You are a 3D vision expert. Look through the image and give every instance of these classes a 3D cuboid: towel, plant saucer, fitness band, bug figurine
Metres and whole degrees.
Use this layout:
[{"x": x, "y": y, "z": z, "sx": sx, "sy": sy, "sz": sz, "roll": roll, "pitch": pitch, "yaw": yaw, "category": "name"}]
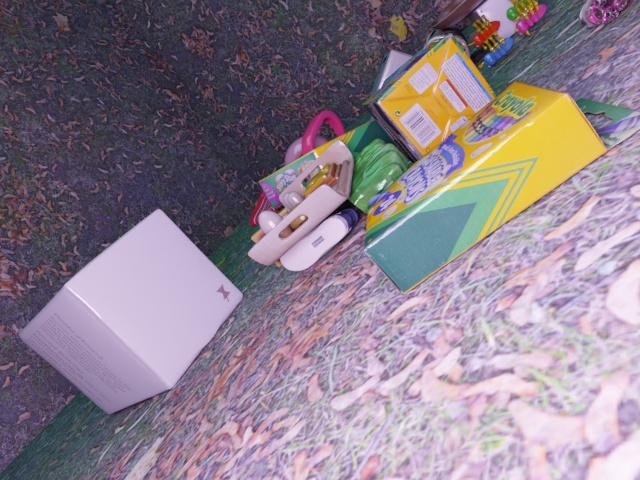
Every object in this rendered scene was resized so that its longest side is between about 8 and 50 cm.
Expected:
[{"x": -0.145, "y": -0.170, "z": 1.676, "sx": 0.274, "sy": 0.031, "sz": 0.199, "roll": -31, "pitch": 34, "yaw": 45, "category": "towel"}, {"x": 0.496, "y": -0.799, "z": 1.585, "sx": 0.310, "sy": 0.050, "sz": 0.311, "roll": -42, "pitch": 14, "yaw": 13, "category": "plant saucer"}, {"x": 0.030, "y": -0.324, "z": 1.692, "sx": 0.054, "sy": 0.209, "sz": 0.291, "roll": -17, "pitch": 38, "yaw": 36, "category": "fitness band"}, {"x": 0.519, "y": -0.594, "z": 1.360, "sx": 0.216, "sy": 0.072, "sz": 0.279, "roll": -40, "pitch": 23, "yaw": 31, "category": "bug figurine"}]

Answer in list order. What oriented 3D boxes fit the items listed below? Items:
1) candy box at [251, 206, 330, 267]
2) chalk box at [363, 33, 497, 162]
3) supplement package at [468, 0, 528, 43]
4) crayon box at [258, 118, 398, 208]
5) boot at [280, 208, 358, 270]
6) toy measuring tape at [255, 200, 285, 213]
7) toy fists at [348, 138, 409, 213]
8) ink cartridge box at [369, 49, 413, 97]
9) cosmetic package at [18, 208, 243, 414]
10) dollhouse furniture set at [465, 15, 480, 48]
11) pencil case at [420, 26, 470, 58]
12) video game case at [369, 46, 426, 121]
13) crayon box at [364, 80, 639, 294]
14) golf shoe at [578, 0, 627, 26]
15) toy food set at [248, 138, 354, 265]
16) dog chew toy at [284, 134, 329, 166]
[{"x": -0.074, "y": -0.031, "z": 1.257, "sx": 0.186, "sy": 0.109, "sz": 0.053, "roll": -40, "pitch": 11, "yaw": 16, "category": "candy box"}, {"x": 0.217, "y": -0.279, "z": 1.013, "sx": 0.179, "sy": 0.180, "sz": 0.289, "roll": -41, "pitch": 13, "yaw": 9, "category": "chalk box"}, {"x": 0.579, "y": -0.734, "z": 1.571, "sx": 0.139, "sy": 0.134, "sz": 0.244, "roll": -39, "pitch": 12, "yaw": 23, "category": "supplement package"}, {"x": 0.033, "y": -0.224, "z": 1.389, "sx": 0.313, "sy": 0.106, "sz": 0.363, "roll": -32, "pitch": 9, "yaw": -27, "category": "crayon box"}, {"x": 0.000, "y": 0.000, "z": 1.044, "sx": 0.190, "sy": 0.069, "sz": 0.086, "roll": -32, "pitch": 2, "yaw": 34, "category": "boot"}, {"x": -0.152, "y": -0.066, "z": 1.758, "sx": 0.121, "sy": 0.121, "sz": 0.330, "roll": -43, "pitch": 34, "yaw": -1, "category": "toy measuring tape"}, {"x": 0.121, "y": -0.144, "z": 1.065, "sx": 0.142, "sy": 0.096, "sz": 0.279, "roll": -53, "pitch": 11, "yaw": 11, "category": "toy fists"}, {"x": 0.292, "y": -0.635, "z": 1.974, "sx": 0.306, "sy": 0.131, "sz": 0.226, "roll": -81, "pitch": 10, "yaw": -74, "category": "ink cartridge box"}, {"x": -0.489, "y": 0.196, "z": 1.272, "sx": 0.393, "sy": 0.327, "sz": 0.329, "roll": -31, "pitch": 16, "yaw": 40, "category": "cosmetic package"}, {"x": 0.605, "y": -0.822, "z": 1.765, "sx": 0.123, "sy": 0.151, "sz": 0.144, "roll": -49, "pitch": 15, "yaw": -30, "category": "dollhouse furniture set"}, {"x": 0.424, "y": -0.642, "z": 1.692, "sx": 0.183, "sy": 0.160, "sz": 0.410, "roll": -32, "pitch": 15, "yaw": 27, "category": "pencil case"}, {"x": 0.241, "y": -0.426, "z": 1.513, "sx": 0.244, "sy": 0.061, "sz": 0.270, "roll": -14, "pitch": 55, "yaw": 66, "category": "video game case"}, {"x": 0.203, "y": -0.092, "z": 0.620, "sx": 0.323, "sy": 0.083, "sz": 0.203, "roll": -38, "pitch": 12, "yaw": 19, "category": "crayon box"}, {"x": 0.544, "y": -0.462, "z": 0.865, "sx": 0.186, "sy": 0.067, "sz": 0.086, "roll": -39, "pitch": 10, "yaw": 17, "category": "golf shoe"}, {"x": -0.041, "y": -0.096, "z": 1.038, "sx": 0.219, "sy": 0.092, "sz": 0.306, "roll": -41, "pitch": 17, "yaw": 24, "category": "toy food set"}, {"x": -0.023, "y": -0.305, "z": 1.894, "sx": 0.206, "sy": 0.207, "sz": 0.332, "roll": -40, "pitch": 4, "yaw": 12, "category": "dog chew toy"}]
